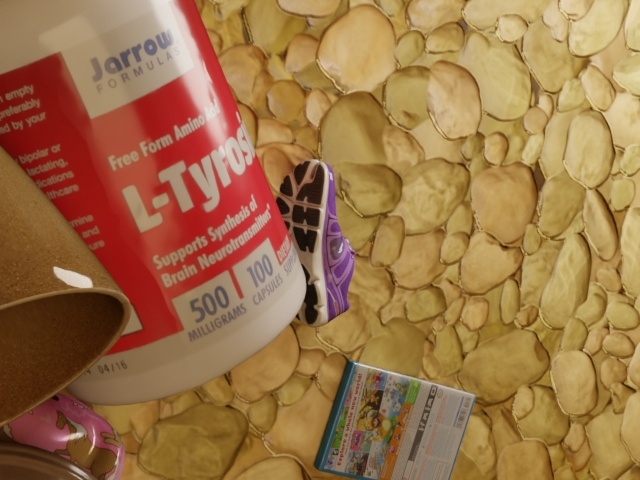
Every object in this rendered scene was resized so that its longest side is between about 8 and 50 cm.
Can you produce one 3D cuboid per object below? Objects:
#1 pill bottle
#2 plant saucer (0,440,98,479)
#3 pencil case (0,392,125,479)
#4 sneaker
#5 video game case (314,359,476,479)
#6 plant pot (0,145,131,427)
[{"bbox_3d":[-0.182,-0.092,0.924,0.229,0.229,0.407,-29,111,-21],"label":"pill bottle"},{"bbox_3d":[-0.270,0.289,0.883,0.278,0.041,0.277,-6,105,-21],"label":"plant saucer"},{"bbox_3d":[-0.340,0.123,0.918,0.167,0.160,0.386,-44,116,5],"label":"pencil case"},{"bbox_3d":[0.000,0.000,1.140,0.071,0.068,0.169,-18,115,-40],"label":"sneaker"},{"bbox_3d":[0.082,0.204,1.231,0.166,0.015,0.119,18,90,-29],"label":"video game case"},{"bbox_3d":[-0.290,-0.006,0.761,0.237,0.237,0.254,-25,74,-22],"label":"plant pot"}]
